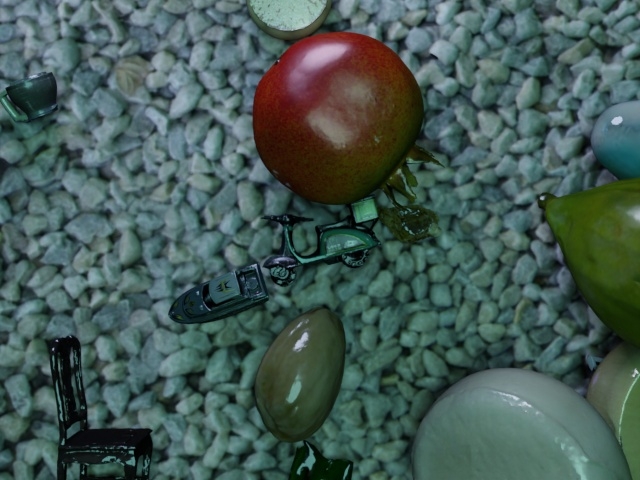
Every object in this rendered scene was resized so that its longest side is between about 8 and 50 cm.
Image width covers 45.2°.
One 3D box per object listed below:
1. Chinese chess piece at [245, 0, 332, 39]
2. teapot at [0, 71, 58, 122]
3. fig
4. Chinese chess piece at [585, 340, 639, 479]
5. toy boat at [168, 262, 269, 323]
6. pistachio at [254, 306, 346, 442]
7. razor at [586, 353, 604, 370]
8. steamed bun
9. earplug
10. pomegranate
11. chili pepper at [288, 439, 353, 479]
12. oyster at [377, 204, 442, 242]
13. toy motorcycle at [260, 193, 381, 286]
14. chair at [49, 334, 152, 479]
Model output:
[{"bbox_3d":[-0.044,-0.341,1.066,0.122,0.051,0.122,0,90,-1],"label":"Chinese chess piece"},{"bbox_3d":[-0.397,-0.193,1.049,0.087,0.066,0.057,-13,107,19],"label":"teapot"},{"bbox_3d":[0.413,0.033,0.957,0.233,0.314,0.233,4,83,-34],"label":"fig"},{"bbox_3d":[0.472,0.236,1.019,0.250,0.097,0.251,-1,93,-13],"label":"Chinese chess piece"},{"bbox_3d":[-0.141,0.079,1.047,0.141,0.060,0.055,-20,65,3],"label":"toy boat"},{"bbox_3d":[-0.023,0.177,1.024,0.126,0.108,0.186,23,80,-24],"label":"pistachio"},{"bbox_3d":[0.382,0.269,1.071,0.084,0.036,0.211,15,93,-12],"label":"razor"},{"bbox_3d":[0.260,0.298,0.970,0.282,0.177,0.283,5,97,41],"label":"steamed bun"},{"bbox_3d":[0.524,-0.108,1.025,0.323,0.185,0.185,19,88,5],"label":"earplug"},{"bbox_3d":[0.036,-0.142,0.985,0.256,0.221,0.221,42,87,0],"label":"pomegranate"},{"bbox_3d":[-0.011,0.385,1.038,0.097,0.061,0.225,6,89,-1],"label":"chili pepper"},{"bbox_3d":[0.123,-0.024,1.071,0.093,0.034,0.051,-3,81,2],"label":"oyster"},{"bbox_3d":[0.000,0.000,1.053,0.173,0.058,0.100,-14,84,-1],"label":"toy motorcycle"},{"bbox_3d":[-0.287,0.242,1.011,0.113,0.106,0.229,-1,89,-1],"label":"chair"}]
